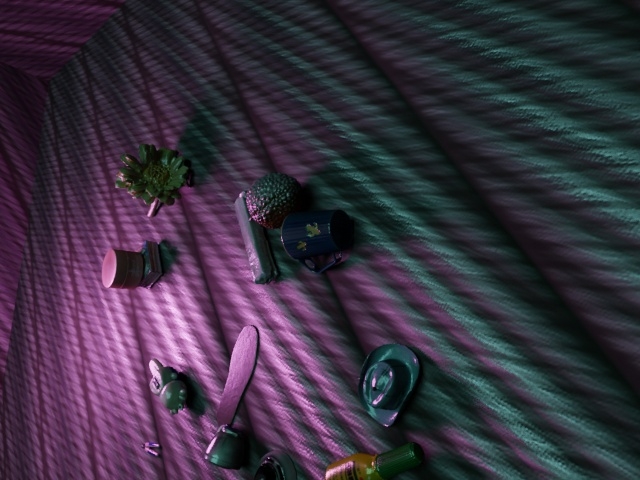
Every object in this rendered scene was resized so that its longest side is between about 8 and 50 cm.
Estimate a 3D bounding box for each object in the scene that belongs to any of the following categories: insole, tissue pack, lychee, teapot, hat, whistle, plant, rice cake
[{"bbox_3d":[-0.251,0.415,1.520,0.111,0.007,0.327,18,90,45],"label":"insole"},{"bbox_3d":[-0.681,0.094,1.970,0.115,0.065,0.155,-41,54,28],"label":"tissue pack"},{"bbox_3d":[-0.138,-0.113,1.464,0.197,0.165,0.165,-28,60,40],"label":"lychee"},{"bbox_3d":[-0.263,0.587,1.434,0.111,0.149,0.108,19,71,2],"label":"teapot"},{"bbox_3d":[0.143,0.324,1.133,0.138,0.078,0.190,22,93,42],"label":"hat"},{"bbox_3d":[-0.511,0.482,1.682,0.244,0.092,0.110,36,105,41],"label":"whistle"},{"bbox_3d":[-0.619,-0.220,1.959,0.261,0.297,0.306,-1,31,20],"label":"plant"},{"bbox_3d":[-0.209,-0.017,1.568,0.066,0.063,0.336,-41,54,32],"label":"rice cake"}]

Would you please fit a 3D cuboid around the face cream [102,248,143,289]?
[{"bbox_3d":[-0.757,0.111,1.920,0.149,0.104,0.149,-13,73,47],"label":"face cream"}]

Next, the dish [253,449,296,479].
[{"bbox_3d":[-0.138,0.623,1.305,0.141,0.078,0.141,-14,69,39],"label":"dish"}]

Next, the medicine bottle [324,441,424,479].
[{"bbox_3d":[0.117,0.510,1.113,0.260,0.064,0.095,-37,56,29],"label":"medicine bottle"}]

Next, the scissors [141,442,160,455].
[{"bbox_3d":[-0.590,0.719,1.739,0.113,0.012,0.039,-10,71,41],"label":"scissors"}]

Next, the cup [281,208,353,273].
[{"bbox_3d":[0.000,0.000,1.342,0.155,0.131,0.176,-9,101,37],"label":"cup"}]
